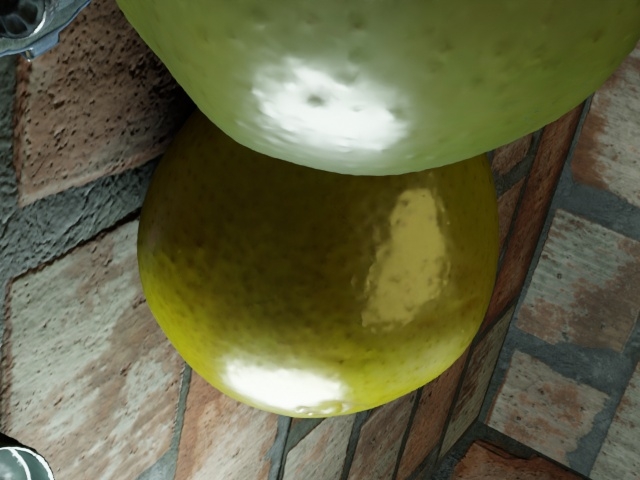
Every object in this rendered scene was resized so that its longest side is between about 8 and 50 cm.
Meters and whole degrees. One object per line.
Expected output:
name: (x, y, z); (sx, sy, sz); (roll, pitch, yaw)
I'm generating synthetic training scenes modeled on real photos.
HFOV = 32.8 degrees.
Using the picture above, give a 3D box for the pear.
pear: (0.000, 0.000, 1.079); (0.362, 0.362, 0.418); (-53, 162, -27)

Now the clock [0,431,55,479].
clock: (-0.363, 0.309, 0.954); (0.319, 0.066, 0.319); (-50, 154, -35)

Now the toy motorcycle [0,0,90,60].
toy motorcycle: (-0.194, -0.252, 0.544); (0.125, 0.212, 0.359); (-46, 156, -41)

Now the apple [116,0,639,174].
apple: (0.045, -0.266, 0.764); (0.473, 0.473, 0.474); (-49, 154, -34)
